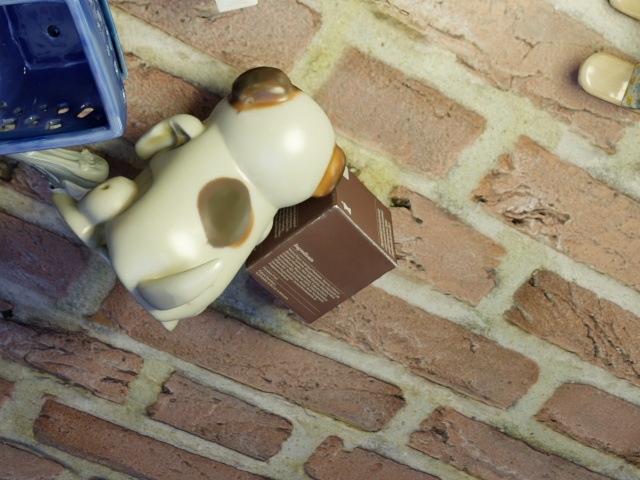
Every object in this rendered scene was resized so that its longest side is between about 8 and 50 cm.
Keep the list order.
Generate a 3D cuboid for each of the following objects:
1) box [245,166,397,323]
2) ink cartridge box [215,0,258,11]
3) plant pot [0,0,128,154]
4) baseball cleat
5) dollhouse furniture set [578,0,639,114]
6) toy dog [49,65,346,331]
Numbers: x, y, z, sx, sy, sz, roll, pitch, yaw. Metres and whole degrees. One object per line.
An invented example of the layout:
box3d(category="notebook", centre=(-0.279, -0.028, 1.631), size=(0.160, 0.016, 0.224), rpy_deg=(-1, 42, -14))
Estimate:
box3d(category="box", centre=(0.000, 0.000, 1.493), size=(0.203, 0.168, 0.167), rpy_deg=(-35, 118, 22))
box3d(category="ink cartridge box", centre=(-0.137, -0.431, 1.225), size=(0.060, 0.104, 0.180), rpy_deg=(-10, 124, 8))
box3d(category="plant pot", centre=(-0.414, -0.282, 1.264), size=(0.236, 0.212, 0.236), rpy_deg=(-8, 125, 5))
box3d(category="baseball cleat", centre=(-0.467, -0.123, 1.465), size=(0.206, 0.072, 0.109), rpy_deg=(19, 130, -9))
box3d(category="dollhouse furniture set", centre=(0.494, -0.372, 1.131), size=(0.256, 0.362, 0.394), rpy_deg=(17, 96, -14))
box3d(category="toy dog", centre=(-0.165, -0.087, 1.326), size=(0.408, 0.395, 0.284), rpy_deg=(-43, 105, -11))
